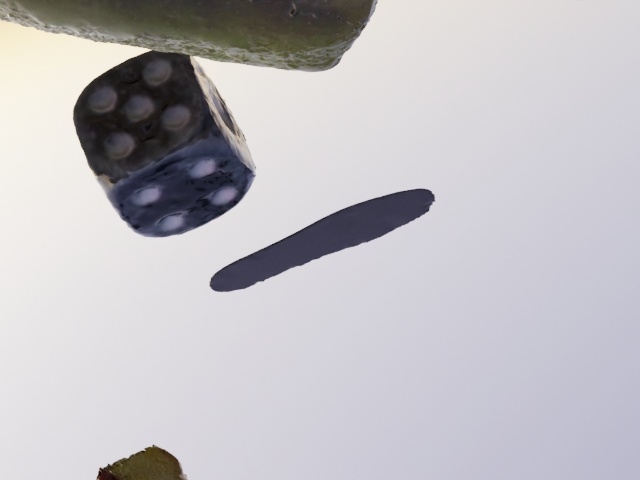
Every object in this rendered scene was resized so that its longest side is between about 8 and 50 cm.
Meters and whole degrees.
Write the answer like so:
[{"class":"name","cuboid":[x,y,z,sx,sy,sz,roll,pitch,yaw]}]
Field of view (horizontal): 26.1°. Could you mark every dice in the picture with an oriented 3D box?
[{"class":"dice","cuboid":[-0.201,-0.124,1.785,0.183,0.182,0.181,-26,-122,5]}]

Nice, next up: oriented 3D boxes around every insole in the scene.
[{"class":"insole","cuboid":[0.000,0.000,1.845,0.328,0.007,0.111,-23,150,8]}]

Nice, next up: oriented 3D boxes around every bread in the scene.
[{"class":"bread","cuboid":[-0.138,-0.232,1.222,0.384,0.166,0.112,9,-131,-13]}]

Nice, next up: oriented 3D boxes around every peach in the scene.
[{"class":"peach","cuboid":[-0.256,0.358,1.962,0.127,0.092,0.172,14,-170,-3]}]
